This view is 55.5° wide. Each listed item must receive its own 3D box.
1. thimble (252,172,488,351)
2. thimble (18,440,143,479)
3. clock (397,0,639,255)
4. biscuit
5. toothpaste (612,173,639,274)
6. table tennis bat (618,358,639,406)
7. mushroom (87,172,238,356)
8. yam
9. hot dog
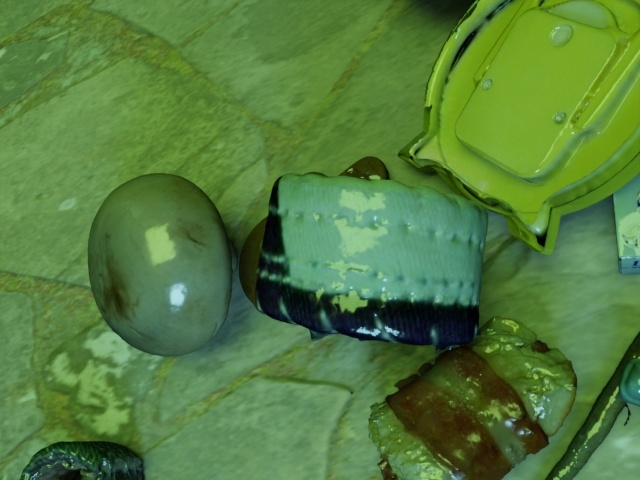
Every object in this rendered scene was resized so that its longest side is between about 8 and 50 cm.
[{"bbox_3d":[0.055,0.021,0.600,0.237,0.237,0.150,9,89,26],"label":"thimble"},{"bbox_3d":[-0.291,0.306,0.739,0.135,0.090,0.119,-7,72,19],"label":"thimble"},{"bbox_3d":[0.236,-0.154,0.645,0.293,0.071,0.277,-56,46,20],"label":"clock"},{"bbox_3d":[0.000,0.000,0.752,0.236,0.039,0.180,-37,63,10],"label":"biscuit"},{"bbox_3d":[0.339,-0.135,0.633,0.081,0.067,0.337,-5,70,25],"label":"toothpaste"},{"bbox_3d":[0.381,0.165,0.514,0.244,0.040,0.153,21,80,19],"label":"table tennis bat"},{"bbox_3d":[-0.186,0.029,0.754,0.226,0.178,0.227,0,90,52],"label":"mushroom"},{"bbox_3d":[0.274,0.162,0.580,0.029,0.027,0.234,34,88,-1],"label":"yam"},{"bbox_3d":[0.148,0.171,0.594,0.213,0.103,0.146,-31,40,-2],"label":"hot dog"}]
